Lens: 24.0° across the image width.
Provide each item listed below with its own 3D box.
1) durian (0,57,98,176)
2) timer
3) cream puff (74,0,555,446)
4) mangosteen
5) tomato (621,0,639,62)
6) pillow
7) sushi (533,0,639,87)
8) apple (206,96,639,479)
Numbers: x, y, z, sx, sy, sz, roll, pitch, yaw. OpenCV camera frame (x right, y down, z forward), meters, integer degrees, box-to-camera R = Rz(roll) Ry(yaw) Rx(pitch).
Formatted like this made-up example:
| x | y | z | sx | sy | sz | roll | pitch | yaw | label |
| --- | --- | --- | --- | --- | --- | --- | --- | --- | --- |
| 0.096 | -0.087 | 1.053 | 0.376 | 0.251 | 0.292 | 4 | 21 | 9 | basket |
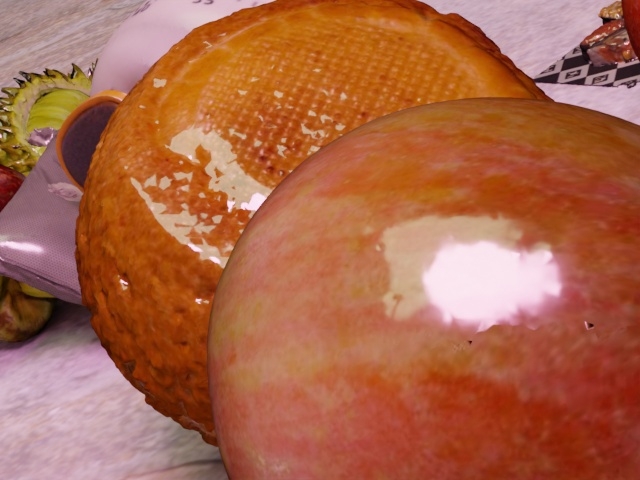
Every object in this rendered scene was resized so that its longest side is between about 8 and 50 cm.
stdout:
| x | y | z | sx | sy | sz | roll | pitch | yaw | label |
| --- | --- | --- | --- | --- | --- | --- | --- | --- | --- |
| -0.248 | -0.071 | 1.480 | 0.169 | 0.158 | 0.352 | 11 | 26 | -4 | durian |
| -0.052 | -0.100 | 1.154 | 0.233 | 0.233 | 0.240 | -8 | 31 | 35 | timer |
| 0.000 | 0.000 | 0.903 | 0.303 | 0.212 | 0.303 | 4 | 50 | -4 | cream puff |
| -0.268 | 0.024 | 1.247 | 0.181 | 0.145 | 0.156 | 37 | 53 | 18 | mangosteen |
| 0.288 | -0.172 | 1.081 | 0.167 | 0.167 | 0.167 | -21 | 23 | 9 | tomato |
| -0.172 | -0.021 | 1.204 | 0.059 | 0.169 | 0.255 | -55 | 12 | 25 | pillow |
| 0.251 | -0.171 | 1.260 | 0.126 | 0.026 | 0.120 | -37 | 27 | -26 | sushi |
| 0.088 | 0.058 | 0.642 | 0.234 | 0.257 | 0.257 | -16 | 23 | 41 | apple |
